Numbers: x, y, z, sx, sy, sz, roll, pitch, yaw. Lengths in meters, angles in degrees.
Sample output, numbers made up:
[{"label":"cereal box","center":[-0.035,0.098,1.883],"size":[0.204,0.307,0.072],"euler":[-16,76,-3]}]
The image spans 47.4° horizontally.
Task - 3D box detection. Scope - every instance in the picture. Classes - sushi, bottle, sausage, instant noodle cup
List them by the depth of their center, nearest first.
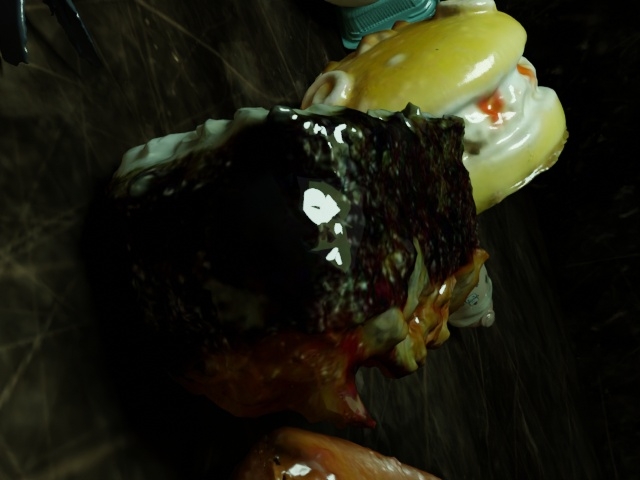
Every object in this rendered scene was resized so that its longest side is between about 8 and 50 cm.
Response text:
[{"label":"sushi","center":[0.000,0.000,0.515],"size":[0.343,0.197,0.181],"euler":[-13,101,-64]},{"label":"sausage","center":[0.043,0.204,0.518],"size":[0.330,0.102,0.102],"euler":[40,35,-50]},{"label":"bottle","center":[0.202,0.070,1.059],"size":[0.152,0.099,0.098],"euler":[53,26,-47]},{"label":"instant noodle cup","center":[0.080,-0.391,1.082],"size":[0.070,0.157,0.179],"euler":[30,43,-62]}]

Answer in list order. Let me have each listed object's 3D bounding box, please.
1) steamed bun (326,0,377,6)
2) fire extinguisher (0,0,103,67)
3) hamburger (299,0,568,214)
[{"label":"steamed bun","center":[0.009,-0.416,0.949],"size":[0.232,0.145,0.231],"euler":[-10,90,-70]},{"label":"fire extinguisher","center":[-0.116,-0.230,0.496],"size":[0.344,0.102,0.138],"euler":[-62,145,-45]},{"label":"hamburger","center":[0.100,-0.142,0.787],"size":[0.186,0.261,0.302],"euler":[59,5,-15]}]
